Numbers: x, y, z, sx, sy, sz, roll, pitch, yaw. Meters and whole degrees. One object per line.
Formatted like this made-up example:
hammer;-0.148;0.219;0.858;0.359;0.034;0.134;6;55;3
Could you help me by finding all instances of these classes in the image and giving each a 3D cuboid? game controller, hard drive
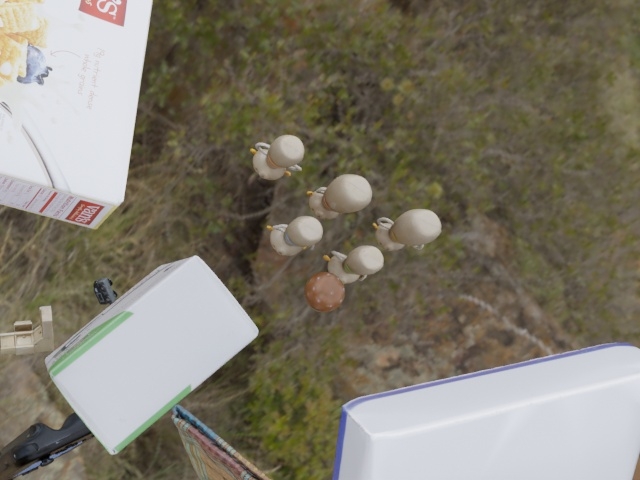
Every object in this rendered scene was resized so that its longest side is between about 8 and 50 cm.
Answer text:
game controller;-0.420;0.322;1.644;0.166;0.319;0.067;-12;78;-31
hard drive;0.092;0.225;0.668;0.210;0.319;0.040;-8;28;-28

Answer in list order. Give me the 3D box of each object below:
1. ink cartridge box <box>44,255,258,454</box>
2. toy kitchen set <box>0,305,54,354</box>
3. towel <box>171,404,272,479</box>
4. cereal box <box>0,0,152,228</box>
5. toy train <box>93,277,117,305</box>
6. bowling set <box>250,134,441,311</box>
ink cartridge box;-0.163;0.099;0.977;0.160;0.219;0.092;-40;98;-15
toy kitchen set;-0.479;0.135;1.735;0.083;0.075;0.068;-4;44;-16
towel;-0.113;0.429;1.709;0.271;0.370;0.040;32;64;28
cereal box;-0.212;-0.118;0.569;0.240;0.047;0.173;15;63;-25
toy train;-0.339;0.132;1.762;0.027;0.036;0.158;-51;129;-52
bowling set;0.000;0.000;1.464;0.287;0.154;0.200;31;73;-13
